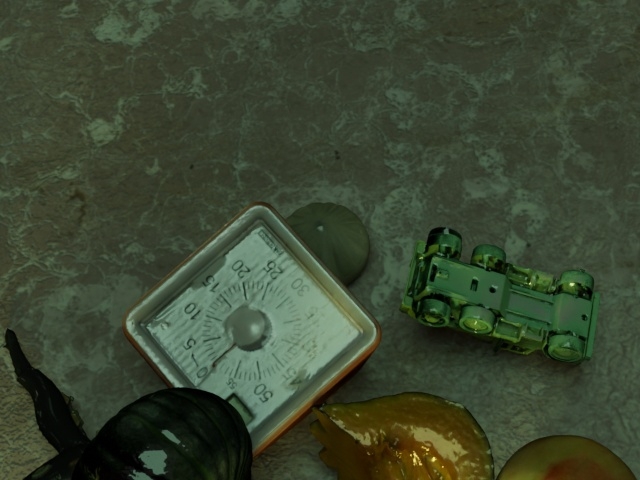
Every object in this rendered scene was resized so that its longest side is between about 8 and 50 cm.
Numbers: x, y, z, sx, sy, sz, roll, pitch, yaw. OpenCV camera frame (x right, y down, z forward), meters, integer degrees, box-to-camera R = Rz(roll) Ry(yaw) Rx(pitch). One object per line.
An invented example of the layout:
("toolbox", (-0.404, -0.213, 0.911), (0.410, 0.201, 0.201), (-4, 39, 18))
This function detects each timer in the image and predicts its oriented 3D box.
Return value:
("timer", (-0.093, 0.130, 1.691), (0.250, 0.161, 0.257), (-37, 73, -19))

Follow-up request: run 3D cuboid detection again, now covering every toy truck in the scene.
("toy truck", (0.240, 0.090, 1.738), (0.260, 0.135, 0.128), (14, 62, 3))

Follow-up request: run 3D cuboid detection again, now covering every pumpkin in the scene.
("pumpkin", (-0.190, 0.287, 1.516), (0.250, 0.250, 0.216), (-40, 60, -18))
("pumpkin", (0.117, 0.277, 1.640), (0.254, 0.130, 0.149), (38, 62, 19))

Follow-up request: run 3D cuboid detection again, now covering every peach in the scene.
("peach", (0.303, 0.325, 1.575), (0.184, 0.184, 0.184), (-1, 60, 2))

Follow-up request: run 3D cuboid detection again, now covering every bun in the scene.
("bun", (0.000, 0.000, 1.819), (0.138, 0.094, 0.138), (-3, 61, 5))

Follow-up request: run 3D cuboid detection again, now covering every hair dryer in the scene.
("hair dryer", (-0.317, 0.220, 1.721), (0.304, 0.120, 0.359), (-26, 53, -21))
